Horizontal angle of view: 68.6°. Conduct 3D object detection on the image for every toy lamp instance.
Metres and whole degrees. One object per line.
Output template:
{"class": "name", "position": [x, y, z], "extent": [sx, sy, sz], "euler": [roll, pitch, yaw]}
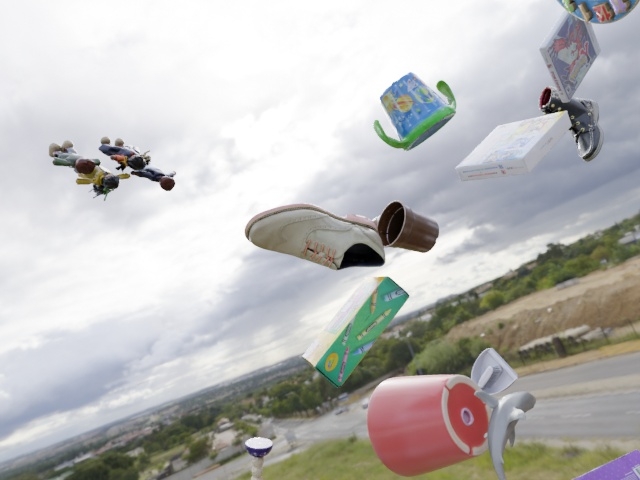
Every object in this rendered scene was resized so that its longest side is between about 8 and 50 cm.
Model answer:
{"class": "toy lamp", "position": [-0.165, 0.644, 1.170], "extent": [0.080, 0.275, 0.080], "euler": [2, -2, 0]}

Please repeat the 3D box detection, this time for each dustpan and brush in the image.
{"class": "dustpan and brush", "position": [0.546, 0.484, 1.580], "extent": [0.060, 0.147, 0.211], "euler": [12, -65, -30]}

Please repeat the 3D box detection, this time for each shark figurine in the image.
{"class": "shark figurine", "position": [0.446, 0.454, 1.097], "extent": [0.116, 0.166, 0.278], "euler": [-50, 12, 54]}

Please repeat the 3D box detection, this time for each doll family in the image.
{"class": "doll family", "position": [-0.312, -0.113, 0.731], "extent": [0.193, 0.111, 0.076], "euler": [-24, -50, -44]}

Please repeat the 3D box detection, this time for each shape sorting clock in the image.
{"class": "shape sorting clock", "position": [0.464, -0.468, 0.814], "extent": [0.040, 0.206, 0.206], "euler": [-44, -13, 1]}

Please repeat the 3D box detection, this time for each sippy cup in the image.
{"class": "sippy cup", "position": [0.344, -0.490, 1.750], "extent": [0.240, 0.224, 0.305], "euler": [-40, -6, 39]}

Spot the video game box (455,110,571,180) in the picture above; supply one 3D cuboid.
{"class": "video game box", "position": [0.451, -0.219, 1.103], "extent": [0.205, 0.048, 0.187], "euler": [-42, 19, -24]}

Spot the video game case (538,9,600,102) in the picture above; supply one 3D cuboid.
{"class": "video game case", "position": [0.658, -0.500, 1.228], "extent": [0.201, 0.183, 0.023], "euler": [-54, 33, -13]}

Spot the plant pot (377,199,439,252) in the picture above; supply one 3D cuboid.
{"class": "plant pot", "position": [0.307, -0.036, 1.619], "extent": [0.165, 0.167, 0.167], "euler": [16, -28, -24]}

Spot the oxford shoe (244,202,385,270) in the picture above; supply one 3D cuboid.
{"class": "oxford shoe", "position": [0.000, 0.000, 1.243], "extent": [0.397, 0.146, 0.140], "euler": [2, -51, -22]}

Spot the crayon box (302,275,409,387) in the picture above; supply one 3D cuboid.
{"class": "crayon box", "position": [0.083, 0.217, 1.167], "extent": [0.278, 0.081, 0.165], "euler": [-49, 6, -12]}

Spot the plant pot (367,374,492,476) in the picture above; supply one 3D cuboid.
{"class": "plant pot", "position": [0.303, 0.483, 1.257], "extent": [0.275, 0.275, 0.243], "euler": [-11, -16, -41]}

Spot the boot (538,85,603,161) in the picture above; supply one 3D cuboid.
{"class": "boot", "position": [0.764, -0.363, 1.444], "extent": [0.178, 0.236, 0.085], "euler": [18, -28, -9]}

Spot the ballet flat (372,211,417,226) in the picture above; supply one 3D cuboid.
{"class": "ballet flat", "position": [0.290, -0.066, 1.837], "extent": [0.342, 0.116, 0.124], "euler": [-10, -40, -48]}

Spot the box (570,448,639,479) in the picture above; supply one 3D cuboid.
{"class": "box", "position": [0.453, 0.498, 0.882], "extent": [0.293, 0.057, 0.201], "euler": [-10, -40, -20]}
